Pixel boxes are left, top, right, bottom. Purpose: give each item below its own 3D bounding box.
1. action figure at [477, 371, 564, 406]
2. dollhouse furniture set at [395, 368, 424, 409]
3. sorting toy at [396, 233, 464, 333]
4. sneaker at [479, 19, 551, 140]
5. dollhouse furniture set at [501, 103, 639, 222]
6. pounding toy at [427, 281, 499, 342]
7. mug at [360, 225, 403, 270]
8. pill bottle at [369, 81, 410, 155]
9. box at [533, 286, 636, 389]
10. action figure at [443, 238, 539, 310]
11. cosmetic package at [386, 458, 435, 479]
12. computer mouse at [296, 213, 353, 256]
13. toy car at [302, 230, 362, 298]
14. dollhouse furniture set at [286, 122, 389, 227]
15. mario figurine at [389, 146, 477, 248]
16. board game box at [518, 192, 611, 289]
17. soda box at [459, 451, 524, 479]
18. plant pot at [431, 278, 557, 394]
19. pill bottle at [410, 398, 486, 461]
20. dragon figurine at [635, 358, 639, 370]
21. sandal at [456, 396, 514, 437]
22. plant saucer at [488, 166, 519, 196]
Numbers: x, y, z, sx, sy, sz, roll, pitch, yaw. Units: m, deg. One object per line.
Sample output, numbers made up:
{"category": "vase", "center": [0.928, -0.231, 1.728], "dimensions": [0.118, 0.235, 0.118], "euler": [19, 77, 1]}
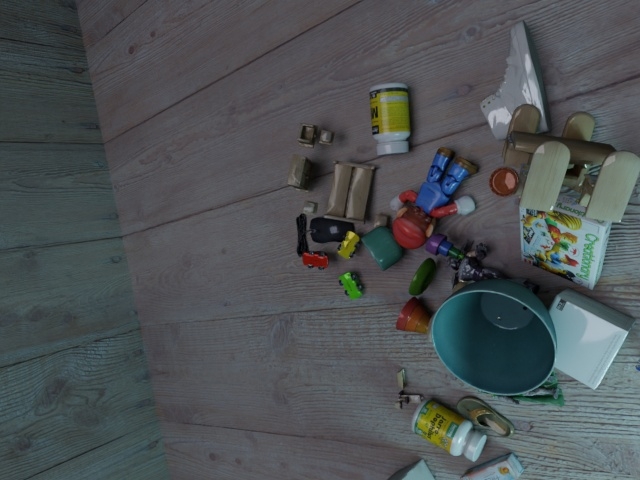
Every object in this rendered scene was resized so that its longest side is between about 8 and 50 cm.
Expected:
{"category": "action figure", "center": [0.557, 0.419, 1.502], "dimensions": [0.232, 0.064, 0.137], "euler": [-19, 88, 43]}
{"category": "dollhouse furniture set", "center": [0.291, 0.486, 1.722], "dimensions": [0.081, 0.091, 0.114], "euler": [-6, 90, 24]}
{"category": "sorting toy", "center": [0.341, 0.154, 1.571], "dimensions": [0.126, 0.127, 0.365], "euler": [30, 125, 26]}
{"category": "sneaker", "center": [0.493, -0.413, 1.388], "dimensions": [0.169, 0.108, 0.292], "euler": [-9, 92, 37]}
{"category": "dollhouse furniture set", "center": [0.629, -0.224, 1.138], "dimensions": [0.395, 0.362, 0.256], "euler": [10, 117, 9]}
{"category": "pounding toy", "center": [0.409, 0.264, 1.478], "dimensions": [0.155, 0.154, 0.269], "euler": [4, 130, 44]}
{"category": "mug", "center": [0.197, 0.009, 1.684], "dimensions": [0.097, 0.129, 0.157], "euler": [-34, 62, 2]}
{"category": "pill bottle", "center": [0.215, -0.370, 1.614], "dimensions": [0.119, 0.119, 0.208], "euler": [-1, 96, 39]}
{"category": "box", "center": [0.666, 0.245, 1.343], "dimensions": [0.182, 0.119, 0.180], "euler": [31, 116, 32]}
{"category": "action figure", "center": [0.471, 0.105, 1.496], "dimensions": [0.285, 0.099, 0.185], "euler": [28, 126, 38]}
{"category": "cosmetic package", "center": [0.336, 0.925, 1.672], "dimensions": [0.155, 0.197, 0.365], "euler": [-46, 67, 35]}
{"category": "computer mouse", "center": [0.000, 0.000, 1.887], "dimensions": [0.262, 0.060, 0.183], "euler": [6, 100, 39]}
{"category": "toy car", "center": [0.078, 0.098, 1.824], "dimensions": [0.239, 0.053, 0.224], "euler": [-27, 93, 28]}
{"category": "dollhouse furniture set", "center": [0.085, -0.218, 1.799], "dimensions": [0.356, 0.174, 0.302], "euler": [12, 92, 8]}
{"category": "mario figurine", "center": [0.335, -0.115, 1.583], "dimensions": [0.320, 0.170, 0.198], "euler": [-59, 24, 17]}
{"category": "board game box", "center": [0.588, -0.004, 1.278], "dimensions": [0.193, 0.305, 0.053], "euler": [26, 72, 34]}
{"category": "soda box", "center": [0.513, 0.702, 1.576], "dimensions": [0.183, 0.063, 0.058], "euler": [-42, 71, 36]}
{"category": "plant pot", "center": [0.451, 0.210, 1.324], "dimensions": [0.291, 0.195, 0.289], "euler": [14, 120, 26]}
{"category": "pill bottle", "center": [0.395, 0.587, 1.619], "dimensions": [0.209, 0.118, 0.117], "euler": [22, 111, 35]}
{"category": "dragon figurine", "center": [0.881, 0.257, 1.191], "dimensions": [0.289, 0.085, 0.143], "euler": [-7, 92, 40]}
{"category": "sandal", "center": [0.491, 0.533, 1.576], "dimensions": [0.180, 0.049, 0.072], "euler": [28, 114, 33]}
{"category": "plant saucer", "center": [0.514, -0.164, 1.470], "dimensions": [0.084, 0.013, 0.083], "euler": [7, 101, 39]}
